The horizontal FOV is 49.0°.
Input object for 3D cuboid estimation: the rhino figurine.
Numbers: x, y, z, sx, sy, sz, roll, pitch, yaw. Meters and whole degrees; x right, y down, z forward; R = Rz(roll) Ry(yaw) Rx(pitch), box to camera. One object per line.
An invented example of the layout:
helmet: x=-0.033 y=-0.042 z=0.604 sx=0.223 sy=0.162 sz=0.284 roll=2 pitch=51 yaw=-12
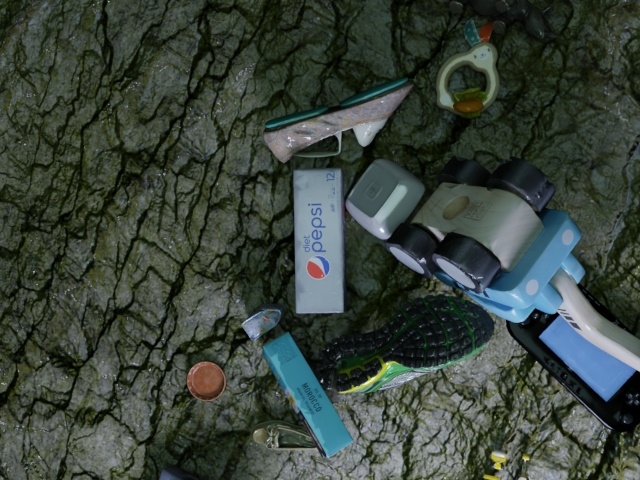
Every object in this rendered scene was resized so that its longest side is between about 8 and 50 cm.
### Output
rhino figurine: x=0.355 y=-0.450 z=1.351 sx=0.243 sy=0.106 sz=0.073 roll=28 pitch=136 yaw=6

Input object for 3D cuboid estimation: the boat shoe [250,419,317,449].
boat shoe: x=-0.070 y=0.404 z=1.439 sx=0.153 sy=0.048 sz=0.056 roll=7 pitch=92 yaw=7

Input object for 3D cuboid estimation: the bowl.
bowl: x=0.116 y=-0.088 z=1.370 sx=0.142 sy=0.053 sz=0.142 roll=-54 pitch=47 yaw=8

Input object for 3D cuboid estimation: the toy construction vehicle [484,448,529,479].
toy construction vehicle: x=0.370 y=0.465 z=1.392 sx=0.086 sy=0.035 sz=0.098 roll=5 pitch=89 yaw=19

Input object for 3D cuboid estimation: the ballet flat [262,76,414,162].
ballet flat: x=0.044 y=-0.231 z=1.404 sx=0.316 sy=0.107 sz=0.106 roll=-16 pitch=109 yaw=13

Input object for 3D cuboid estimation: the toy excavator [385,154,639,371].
toy excavator: x=0.404 y=0.077 z=1.253 sx=0.445 sy=0.433 sz=0.222 roll=42 pitch=79 yaw=-26

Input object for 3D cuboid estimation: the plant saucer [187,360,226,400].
plant saucer: x=-0.239 y=0.295 z=1.479 sx=0.084 sy=0.013 sz=0.083 roll=0 pitch=90 yaw=8

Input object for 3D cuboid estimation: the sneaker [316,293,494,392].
sneaker: x=0.168 y=0.202 z=1.343 sx=0.344 sy=0.146 sz=0.134 roll=-21 pitch=65 yaw=24

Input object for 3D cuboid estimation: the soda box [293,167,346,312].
soda box: x=0.000 y=0.000 z=1.405 sx=0.098 sy=0.091 sz=0.286 roll=-2 pitch=91 yaw=6

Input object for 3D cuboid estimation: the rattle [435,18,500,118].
rattle: x=0.291 y=-0.340 z=1.342 sx=0.130 sy=0.143 sz=0.199 roll=27 pitch=100 yaw=23

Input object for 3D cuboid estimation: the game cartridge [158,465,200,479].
game cartridge: x=-0.209 y=0.631 z=1.393 sx=0.355 sy=0.068 sz=0.230 roll=18 pitch=89 yaw=30

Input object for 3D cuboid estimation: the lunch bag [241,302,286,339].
lunch bag: x=-0.112 y=0.158 z=1.432 sx=0.083 sy=0.071 sz=0.053 roll=-31 pitch=92 yaw=8

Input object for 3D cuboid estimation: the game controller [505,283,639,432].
game controller: x=0.513 y=0.211 z=1.350 sx=0.319 sy=0.067 sz=0.166 roll=44 pitch=96 yaw=5

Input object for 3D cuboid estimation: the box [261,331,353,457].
box: x=-0.029 y=0.306 z=1.384 sx=0.060 sy=0.100 sz=0.244 roll=-29 pitch=77 yaw=-14
